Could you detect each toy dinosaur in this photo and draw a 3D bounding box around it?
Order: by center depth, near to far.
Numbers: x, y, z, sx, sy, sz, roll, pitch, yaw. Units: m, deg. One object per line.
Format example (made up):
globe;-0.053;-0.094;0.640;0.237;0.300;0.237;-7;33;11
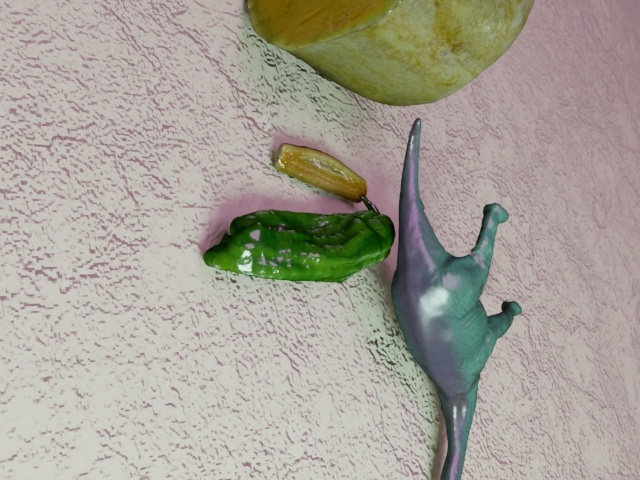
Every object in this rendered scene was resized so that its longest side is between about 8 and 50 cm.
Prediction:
toy dinosaur;0.122;0.120;0.761;0.384;0.129;0.331;59;42;-37

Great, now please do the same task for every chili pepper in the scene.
chili pepper;-0.004;0.002;0.743;0.256;0.074;0.100;-1;30;-47

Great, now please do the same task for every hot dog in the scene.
hot dog;0.002;-0.080;0.815;0.137;0.028;0.044;17;89;-36

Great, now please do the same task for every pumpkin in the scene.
pumpkin;0.091;-0.305;0.809;0.199;0.332;0.333;39;49;-43
